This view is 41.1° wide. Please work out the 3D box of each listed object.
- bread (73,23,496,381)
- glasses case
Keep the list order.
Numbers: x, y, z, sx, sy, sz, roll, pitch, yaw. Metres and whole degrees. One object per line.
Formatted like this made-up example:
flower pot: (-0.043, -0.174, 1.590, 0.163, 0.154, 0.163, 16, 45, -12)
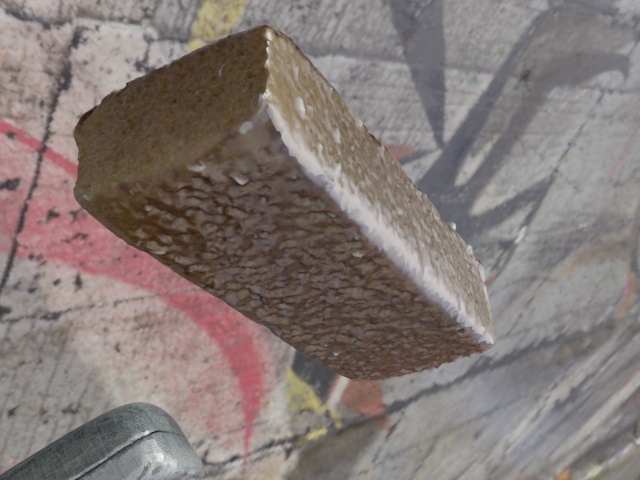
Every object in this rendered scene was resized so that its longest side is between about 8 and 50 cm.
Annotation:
bread: (0.000, 0.000, 0.678, 0.165, 0.113, 0.416, -20, 147, 20)
glasses case: (-0.240, 0.233, 0.624, 0.323, 0.074, 0.131, -32, 162, -7)
